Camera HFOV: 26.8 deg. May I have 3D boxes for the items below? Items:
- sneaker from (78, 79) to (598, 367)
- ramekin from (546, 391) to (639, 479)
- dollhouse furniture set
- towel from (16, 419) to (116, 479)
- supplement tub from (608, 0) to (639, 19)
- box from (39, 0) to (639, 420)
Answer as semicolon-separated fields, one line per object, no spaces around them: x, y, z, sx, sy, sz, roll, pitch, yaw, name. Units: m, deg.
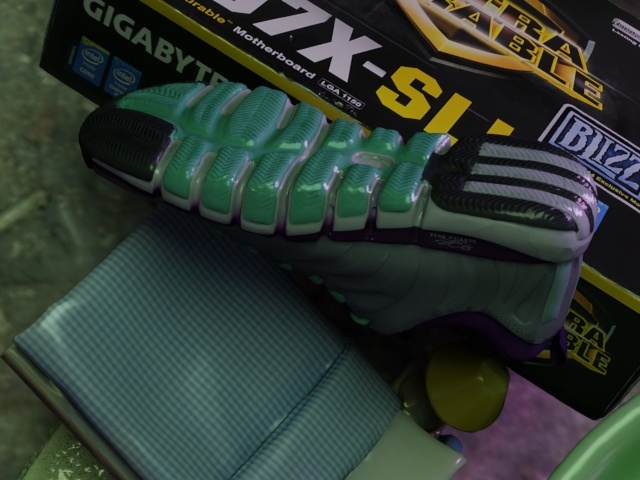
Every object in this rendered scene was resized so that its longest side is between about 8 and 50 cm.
0.000;0.000;0.566;0.223;0.098;0.083;13;37;19;sneaker
0.226;0.201;0.540;0.303;0.148;0.303;-11;51;14;ramekin
-0.069;0.055;0.533;0.286;0.198;0.303;50;58;-6;dollhouse furniture set
-0.080;0.106;0.659;0.110;0.027;0.148;27;62;3;towel
0.238;-0.222;0.785;0.144;0.200;0.144;4;63;-9;supplement tub
0.058;-0.083;0.700;0.322;0.079;0.257;33;39;7;box
